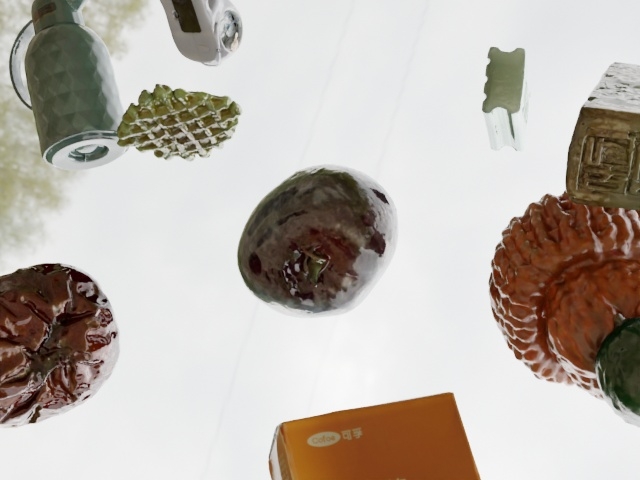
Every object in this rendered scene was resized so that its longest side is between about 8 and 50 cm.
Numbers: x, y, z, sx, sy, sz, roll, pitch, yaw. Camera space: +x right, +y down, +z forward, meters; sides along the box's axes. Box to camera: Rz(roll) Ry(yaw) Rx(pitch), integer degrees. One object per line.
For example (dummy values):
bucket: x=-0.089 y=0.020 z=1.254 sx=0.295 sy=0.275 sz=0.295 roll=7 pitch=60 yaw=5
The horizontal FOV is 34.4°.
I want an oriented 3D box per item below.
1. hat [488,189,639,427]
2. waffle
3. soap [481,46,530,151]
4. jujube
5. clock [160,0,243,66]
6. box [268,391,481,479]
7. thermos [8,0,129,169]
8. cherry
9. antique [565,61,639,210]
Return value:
hat: x=0.404 y=0.111 z=1.355 sx=0.285 sy=0.285 sz=0.400 roll=-61 pitch=-151 yaw=14
waffle: x=-0.218 y=-0.176 z=1.595 sx=0.169 sy=0.183 sz=0.036 roll=-49 pitch=-137 yaw=48
soap: x=0.318 y=-0.236 z=1.758 sx=0.066 sy=0.198 sz=0.119 roll=6 pitch=-102 yaw=15
jujube: x=-0.396 y=0.144 z=1.424 sx=0.213 sy=0.232 sz=0.213 roll=50 pitch=-29 yaw=42
clock: x=-0.158 y=-0.337 z=1.460 sx=0.080 sy=0.176 sz=0.117 roll=7 pitch=-138 yaw=28
box: x=0.083 y=0.363 z=1.193 sx=0.143 sy=0.225 sz=0.341 roll=112 pitch=-33 yaw=-59
thermos: x=-0.421 y=-0.261 z=1.696 sx=0.182 sy=0.145 sz=0.286 roll=-24 pitch=-108 yaw=21
cherry: x=0.000 y=0.000 z=1.585 sx=0.255 sy=0.218 sz=0.296 roll=-45 pitch=-175 yaw=17
antique: x=0.405 y=-0.143 z=1.346 sx=0.284 sy=0.150 sz=0.125 roll=-57 pitch=154 yaw=-61
